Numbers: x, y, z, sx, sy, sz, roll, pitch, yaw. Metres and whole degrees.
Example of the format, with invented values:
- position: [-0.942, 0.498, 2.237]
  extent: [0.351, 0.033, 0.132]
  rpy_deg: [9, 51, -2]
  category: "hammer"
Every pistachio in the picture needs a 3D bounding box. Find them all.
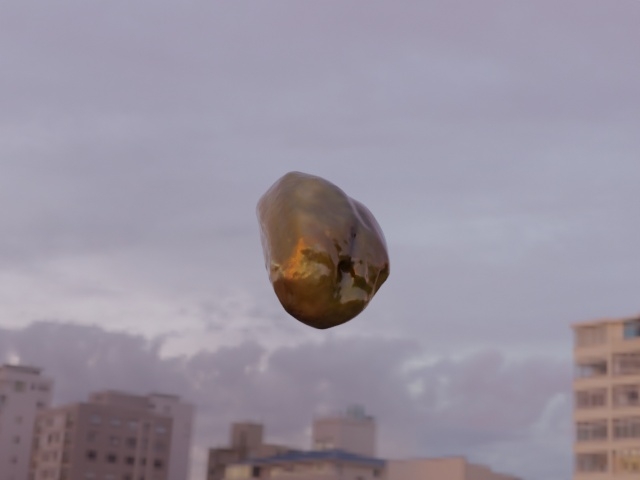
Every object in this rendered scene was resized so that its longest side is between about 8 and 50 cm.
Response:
- position: [-0.002, -0.003, 1.026]
  extent: [0.100, 0.189, 0.110]
  rpy_deg: [-26, -65, 7]
  category: "pistachio"
